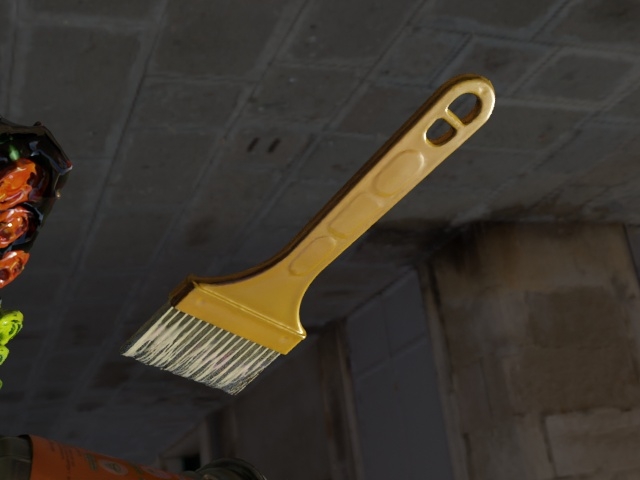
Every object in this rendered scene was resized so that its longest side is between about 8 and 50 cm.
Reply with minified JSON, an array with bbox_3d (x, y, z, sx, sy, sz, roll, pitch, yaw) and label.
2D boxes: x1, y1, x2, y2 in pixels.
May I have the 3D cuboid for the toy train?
[{"bbox_3d":[-0.172,0.029,0.381,0.085,0.053,0.250,-34,168,-40],"label":"toy train"}]

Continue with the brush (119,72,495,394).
[{"bbox_3d":[0.000,0.000,0.520,0.272,0.013,0.103,-43,133,18],"label":"brush"}]

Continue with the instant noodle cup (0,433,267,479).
[{"bbox_3d":[-0.116,0.164,0.380,0.125,0.178,0.208,29,132,-24],"label":"instant noodle cup"}]
